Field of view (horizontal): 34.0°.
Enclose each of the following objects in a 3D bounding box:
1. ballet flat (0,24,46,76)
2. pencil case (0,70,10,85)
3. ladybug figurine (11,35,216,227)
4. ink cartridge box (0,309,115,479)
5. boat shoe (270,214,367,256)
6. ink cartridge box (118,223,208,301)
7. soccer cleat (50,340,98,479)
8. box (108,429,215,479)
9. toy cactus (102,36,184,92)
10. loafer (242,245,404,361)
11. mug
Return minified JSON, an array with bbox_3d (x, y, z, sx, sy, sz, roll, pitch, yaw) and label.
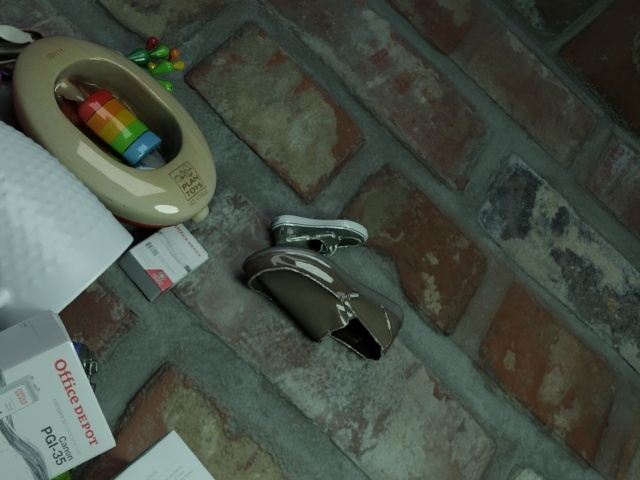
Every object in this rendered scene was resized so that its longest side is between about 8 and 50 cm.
[{"bbox_3d":[-0.646,-0.356,1.919,0.316,0.106,0.107,-13,70,-40],"label":"ballet flat"},{"bbox_3d":[-0.630,-0.222,1.831,0.095,0.098,0.209,14,66,15],"label":"pencil case"},{"bbox_3d":[-0.389,-0.182,1.945,0.449,0.162,0.305,45,46,2],"label":"ladybug figurine"},{"bbox_3d":[-0.467,0.258,1.507,0.283,0.117,0.207,-26,120,-18],"label":"ink cartridge box"},{"bbox_3d":[0.000,0.000,2.183,0.219,0.078,0.070,5,58,-24],"label":"boat shoe"},{"bbox_3d":[-0.292,0.037,1.954,0.099,0.056,0.135,50,45,2],"label":"ink cartridge box"},{"bbox_3d":[-0.440,0.295,1.678,0.121,0.093,0.289,5,59,2],"label":"soccer cleat"},{"bbox_3d":[-0.223,0.509,1.620,0.345,0.168,0.215,51,46,2],"label":"box"},{"bbox_3d":[-0.382,-0.346,2.121,0.180,0.112,0.219,26,58,-8],"label":"toy cactus"},{"bbox_3d":[0.010,0.128,2.060,0.366,0.134,0.130,26,49,-20],"label":"loafer"},{"bbox_3d":[-0.522,-0.011,1.622,0.328,0.276,0.374,48,27,-10],"label":"mug"}]
